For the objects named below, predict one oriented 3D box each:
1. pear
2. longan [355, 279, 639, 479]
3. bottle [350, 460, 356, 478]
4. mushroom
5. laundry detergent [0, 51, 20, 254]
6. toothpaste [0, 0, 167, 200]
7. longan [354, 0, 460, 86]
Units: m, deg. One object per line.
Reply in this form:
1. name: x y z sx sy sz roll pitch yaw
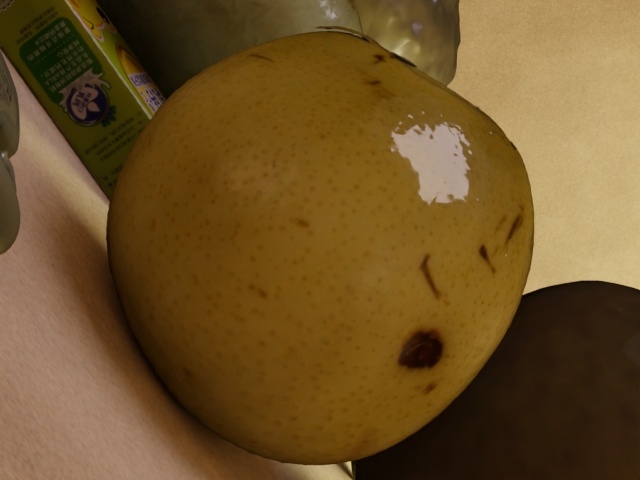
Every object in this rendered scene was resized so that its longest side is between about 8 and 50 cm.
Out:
1. pear: 0.000 0.000 1.510 0.348 0.348 0.348 53 9 -12
2. longan: 0.204 0.206 1.667 0.361 0.361 0.361 53 9 -12
3. bottle: 0.062 0.110 1.918 0.082 0.082 0.286 46 31 -45
4. mushroom: -0.096 -0.227 1.870 0.352 0.260 0.352 31 -45 38
5. laundry detergent: -0.249 -0.075 1.188 0.181 0.091 0.253 57 6 -27
6. toothpaste: -0.226 -0.170 1.722 0.327 0.077 0.110 54 8 -1
7. longan: 0.008 -0.317 2.567 0.391 0.391 0.391 53 9 -12
